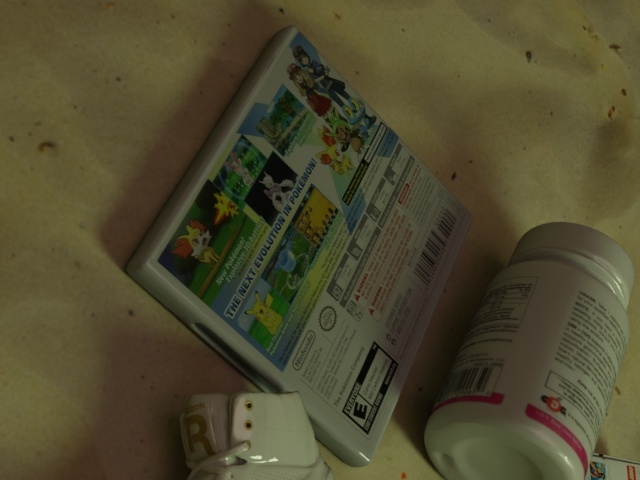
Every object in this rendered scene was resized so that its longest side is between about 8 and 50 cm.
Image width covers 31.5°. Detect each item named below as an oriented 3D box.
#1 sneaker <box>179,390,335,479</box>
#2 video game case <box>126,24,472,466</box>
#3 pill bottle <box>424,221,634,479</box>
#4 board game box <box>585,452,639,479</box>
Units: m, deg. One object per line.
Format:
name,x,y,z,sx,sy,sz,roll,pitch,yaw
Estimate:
sneaker,-0.097,0.212,0.899,0.293,0.108,0.169,-17,86,-54
video game case,0.000,0.000,1.101,0.300,0.036,0.329,44,52,-22
pill bottle,0.227,0.123,1.177,0.160,0.160,0.283,47,50,-21
board game box,0.292,0.384,1.220,0.193,0.053,0.305,18,64,-38
